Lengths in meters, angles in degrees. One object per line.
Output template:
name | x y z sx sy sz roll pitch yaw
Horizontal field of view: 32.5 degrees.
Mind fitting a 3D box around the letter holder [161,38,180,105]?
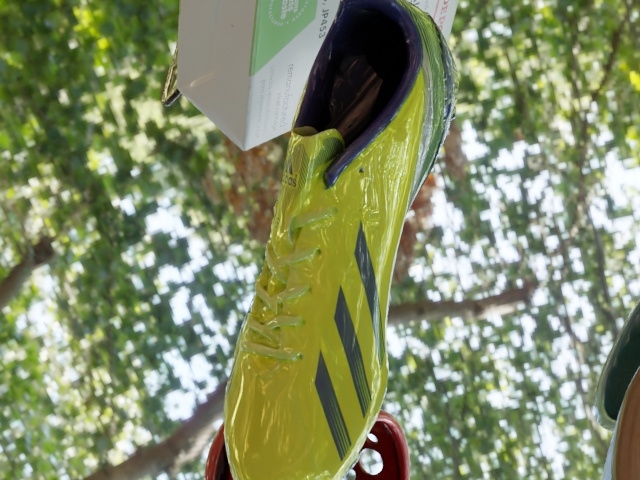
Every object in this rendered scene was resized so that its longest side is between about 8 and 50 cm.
letter holder | -0.073 -0.294 1.486 0.302 0.152 0.214 -40 -148 48

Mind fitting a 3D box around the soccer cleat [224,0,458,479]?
soccer cleat | -0.001 -0.001 0.590 0.093 0.121 0.289 10 -106 27

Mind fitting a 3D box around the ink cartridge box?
ink cartridge box | 0.034 -0.256 1.095 0.353 0.207 0.119 -29 -124 -32

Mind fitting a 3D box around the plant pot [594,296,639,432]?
plant pot | 0.506 0.138 1.071 0.341 0.334 0.341 -55 178 -3

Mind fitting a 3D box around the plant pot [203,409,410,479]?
plant pot | -0.019 0.267 1.203 0.174 0.191 0.191 3 -146 34

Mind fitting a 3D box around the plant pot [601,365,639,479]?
plant pot | 0.261 0.182 0.554 0.263 0.229 0.263 -1 -130 1
